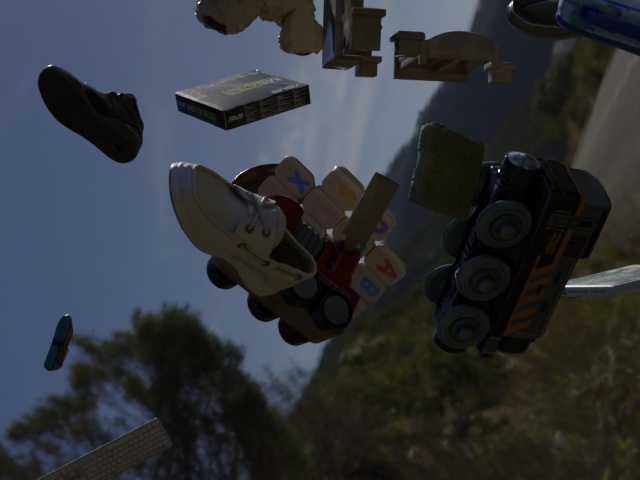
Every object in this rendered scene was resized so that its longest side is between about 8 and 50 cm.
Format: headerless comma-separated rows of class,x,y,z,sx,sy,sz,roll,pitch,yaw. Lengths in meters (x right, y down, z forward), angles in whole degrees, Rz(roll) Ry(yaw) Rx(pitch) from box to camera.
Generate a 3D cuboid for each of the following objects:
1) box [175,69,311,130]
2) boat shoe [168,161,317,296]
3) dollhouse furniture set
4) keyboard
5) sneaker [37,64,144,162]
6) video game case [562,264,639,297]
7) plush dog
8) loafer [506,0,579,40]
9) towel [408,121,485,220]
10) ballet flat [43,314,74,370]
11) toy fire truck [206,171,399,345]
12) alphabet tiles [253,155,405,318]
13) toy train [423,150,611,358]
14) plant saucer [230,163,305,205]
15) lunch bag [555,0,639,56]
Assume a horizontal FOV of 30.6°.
box,-0.147,-0.266,2.193,0.190,0.184,0.045,-21,-65,-29
boat shoe,-0.087,-0.021,1.427,0.277,0.096,0.098,44,-141,-54
dollhouse furniture set,0.191,-0.366,1.915,0.303,0.355,0.174,-177,88,-79
keyboard,-0.412,0.425,2.242,0.014,0.256,0.072,50,165,58
sneaker,-0.422,-0.252,2.186,0.087,0.227,0.130,-44,18,27
video game case,0.480,0.062,1.849,0.173,0.190,0.022,-6,95,64
plush dog,-0.110,-0.482,2.185,0.225,0.262,0.211,47,121,55
loafer,0.433,-0.391,1.954,0.087,0.251,0.094,60,-139,-58
towel,0.160,-0.085,1.479,0.148,0.027,0.110,12,-90,-55
ballet flat,-0.495,0.197,2.245,0.041,0.041,0.114,12,-80,-82
toy fire truck,-0.011,-0.004,1.717,0.158,0.217,0.246,-28,27,51
alphabet tiles,0.000,0.000,1.972,0.284,0.278,0.021,-44,2,40
toy train,0.270,0.029,1.642,0.142,0.190,0.334,-102,24,-55
plant saucer,-0.095,-0.083,2.250,0.029,0.168,0.168,85,-158,-46
lunch bag,0.450,-0.334,1.643,0.176,0.219,0.090,-55,-21,-41
